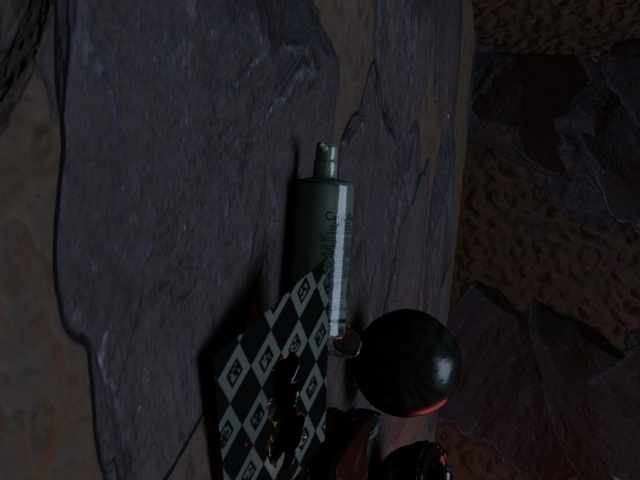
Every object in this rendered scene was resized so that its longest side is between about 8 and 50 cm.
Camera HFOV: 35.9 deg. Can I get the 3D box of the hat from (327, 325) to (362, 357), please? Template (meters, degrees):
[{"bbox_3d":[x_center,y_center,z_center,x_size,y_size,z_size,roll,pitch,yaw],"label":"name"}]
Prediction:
[{"bbox_3d":[0.028,0.168,1.645,0.087,0.042,0.058,17,73,-42],"label":"hat"}]

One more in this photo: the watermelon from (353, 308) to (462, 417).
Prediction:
[{"bbox_3d":[0.164,0.231,1.869,0.212,0.212,0.212,5,90,-77],"label":"watermelon"}]

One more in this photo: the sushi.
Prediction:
[{"bbox_3d":[-0.069,0.187,1.188,0.264,0.050,0.290,-42,140,-51],"label":"sushi"}]

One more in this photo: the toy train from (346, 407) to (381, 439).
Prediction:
[{"bbox_3d":[0.068,0.349,1.836,0.234,0.052,0.051,13,87,-77],"label":"toy train"}]

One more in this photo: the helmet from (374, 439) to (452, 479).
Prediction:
[{"bbox_3d":[0.198,0.571,2.248,0.279,0.160,0.231,52,42,-50],"label":"helmet"}]

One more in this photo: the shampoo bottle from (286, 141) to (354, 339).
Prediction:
[{"bbox_3d":[0.000,0.000,1.339,0.085,0.085,0.263,0,94,-77],"label":"shampoo bottle"}]

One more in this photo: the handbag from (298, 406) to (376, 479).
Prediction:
[{"bbox_3d":[0.020,0.429,1.606,0.275,0.084,0.260,-36,132,-73],"label":"handbag"}]
